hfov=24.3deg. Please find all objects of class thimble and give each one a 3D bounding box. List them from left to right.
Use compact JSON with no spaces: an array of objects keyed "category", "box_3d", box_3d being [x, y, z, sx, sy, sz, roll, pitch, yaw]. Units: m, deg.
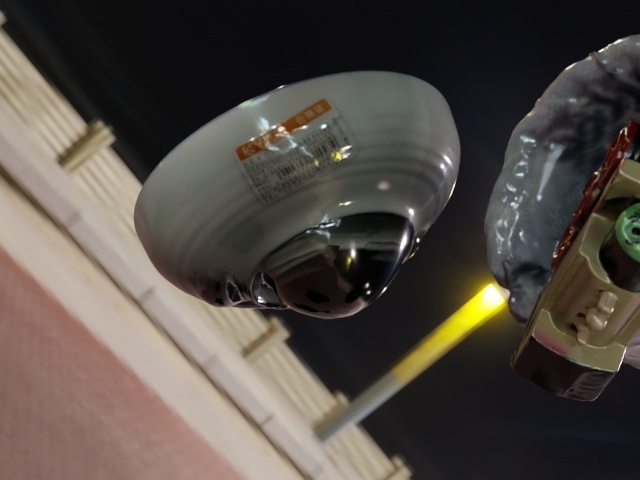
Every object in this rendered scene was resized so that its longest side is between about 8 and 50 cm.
[{"category":"thimble","box_3d":[0.254,-0.025,1.126,0.157,0.245,0.217,24,23,-37]}]

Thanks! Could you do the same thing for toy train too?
[{"category":"toy train","box_3d":[0.128,0.010,0.648,0.050,0.087,0.138,25,-32,4]}]

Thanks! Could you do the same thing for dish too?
[{"category":"dish","box_3d":[0.000,0.000,1.179,0.273,0.273,0.133,54,14,-65]}]
